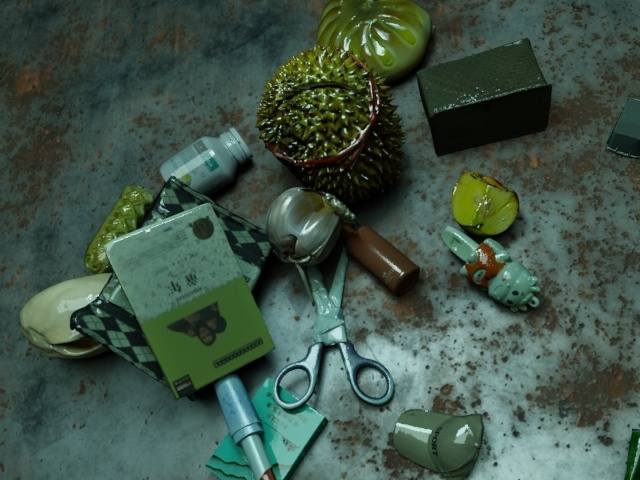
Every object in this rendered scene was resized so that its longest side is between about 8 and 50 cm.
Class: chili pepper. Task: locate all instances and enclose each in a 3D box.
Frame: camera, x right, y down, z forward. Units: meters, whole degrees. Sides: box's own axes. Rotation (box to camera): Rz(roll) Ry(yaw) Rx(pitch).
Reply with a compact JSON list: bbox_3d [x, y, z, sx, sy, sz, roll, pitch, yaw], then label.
[{"bbox_3d":[0.575,0.457,1.238,0.088,0.059,0.227,19,73,18],"label":"chili pepper"}]

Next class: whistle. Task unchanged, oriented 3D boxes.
[{"bbox_3d":[0.359,0.056,1.464,0.253,0.106,0.102,43,103,22],"label":"whistle"}]

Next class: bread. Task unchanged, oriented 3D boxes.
[{"bbox_3d":[0.128,-0.557,1.800,0.333,0.160,0.333,-7,63,14],"label":"bread"},{"bbox_3d":[-0.500,-0.023,1.714,0.098,0.087,0.269,2,47,18],"label":"bread"}]

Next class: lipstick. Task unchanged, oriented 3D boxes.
[{"bbox_3d":[-0.143,0.402,1.406,0.068,0.061,0.274,-29,58,-2],"label":"lipstick"}]

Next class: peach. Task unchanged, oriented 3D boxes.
[{"bbox_3d":[0.356,-0.079,1.530,0.151,0.118,0.151,0,92,6],"label":"peach"}]

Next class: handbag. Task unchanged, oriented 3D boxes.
[{"bbox_3d":[-0.320,0.097,1.525,0.316,0.180,0.416,31,72,-15],"label":"handbag"}]

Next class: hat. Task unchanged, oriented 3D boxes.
[{"bbox_3d":[0.225,0.389,1.349,0.175,0.085,0.147,11,69,18],"label":"hat"}]

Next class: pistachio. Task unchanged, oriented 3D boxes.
[{"bbox_3d":[-0.533,0.169,1.609,0.318,0.193,0.214,-19,40,-10],"label":"pistachio"}]

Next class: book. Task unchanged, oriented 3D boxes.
[{"bbox_3d":[-0.267,0.120,1.438,0.239,0.035,0.352,-25,93,-18],"label":"book"}]

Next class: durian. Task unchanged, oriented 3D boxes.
[{"bbox_3d":[0.026,-0.262,1.555,0.347,0.384,0.347,-8,53,10],"label":"durian"}]

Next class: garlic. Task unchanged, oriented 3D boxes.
[{"bbox_3d":[0.000,0.000,1.504,0.207,0.207,0.257,-22,87,4],"label":"garlic"}]

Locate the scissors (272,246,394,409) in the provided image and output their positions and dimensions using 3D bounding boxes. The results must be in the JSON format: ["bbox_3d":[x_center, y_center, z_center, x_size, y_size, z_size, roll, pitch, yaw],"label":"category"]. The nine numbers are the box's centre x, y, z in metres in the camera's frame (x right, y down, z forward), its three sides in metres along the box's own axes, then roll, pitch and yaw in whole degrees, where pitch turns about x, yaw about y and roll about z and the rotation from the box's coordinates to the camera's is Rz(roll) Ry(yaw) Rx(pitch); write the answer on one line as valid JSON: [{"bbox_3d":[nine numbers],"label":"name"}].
[{"bbox_3d":[0.025,0.183,1.524,0.256,0.029,0.383,-1,59,1],"label":"scissors"}]

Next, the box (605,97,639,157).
[{"bbox_3d":[0.700,-0.254,1.546,0.084,0.069,0.122,23,72,22],"label":"box"}]

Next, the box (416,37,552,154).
[{"bbox_3d":[0.377,-0.328,1.605,0.273,0.184,0.143,-14,63,9],"label":"box"}]

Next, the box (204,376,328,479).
[{"bbox_3d":[-0.112,0.425,1.448,0.161,0.042,0.226,29,74,27],"label":"box"}]

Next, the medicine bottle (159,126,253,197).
[{"bbox_3d":[-0.283,-0.190,1.744,0.215,0.135,0.135,-34,61,-3],"label":"medicine bottle"}]

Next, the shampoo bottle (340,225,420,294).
[{"bbox_3d":[0.115,0.021,1.565,0.085,0.085,0.244,-42,59,-7],"label":"shampoo bottle"}]
